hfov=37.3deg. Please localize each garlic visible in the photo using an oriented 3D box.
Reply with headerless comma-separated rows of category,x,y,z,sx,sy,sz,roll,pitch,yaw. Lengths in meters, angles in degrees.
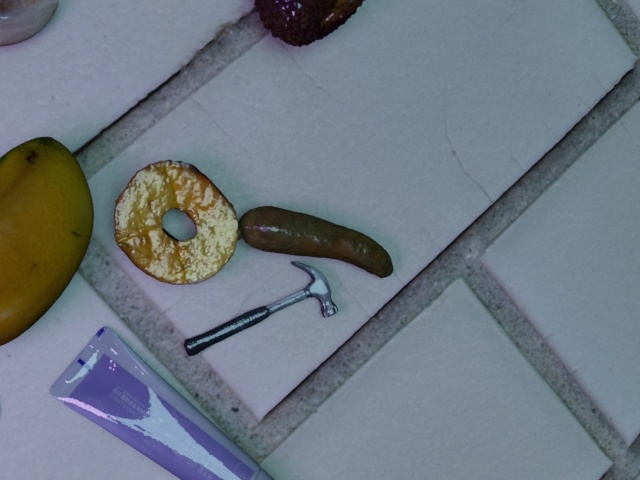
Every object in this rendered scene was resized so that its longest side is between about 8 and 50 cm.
garlic,-0.447,-0.341,1.341,0.198,0.090,0.128,-13,80,-14

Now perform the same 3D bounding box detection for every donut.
donut,-0.219,-0.024,1.410,0.190,0.075,0.174,27,79,-20

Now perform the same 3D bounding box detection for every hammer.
hammer,-0.099,0.111,1.468,0.246,0.029,0.103,-22,95,-16

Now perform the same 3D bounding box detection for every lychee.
lychee,-0.024,-0.403,1.436,0.188,0.188,0.188,1,88,-18

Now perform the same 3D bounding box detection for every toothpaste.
toothpaste,-0.214,0.286,1.403,0.371,0.080,0.125,39,76,-8

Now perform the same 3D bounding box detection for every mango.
mango,-0.428,0.009,1.278,0.317,0.173,0.211,-54,133,-12

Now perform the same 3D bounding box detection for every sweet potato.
sweet potato,0.000,0.000,1.484,0.273,0.075,0.075,14,84,-22
